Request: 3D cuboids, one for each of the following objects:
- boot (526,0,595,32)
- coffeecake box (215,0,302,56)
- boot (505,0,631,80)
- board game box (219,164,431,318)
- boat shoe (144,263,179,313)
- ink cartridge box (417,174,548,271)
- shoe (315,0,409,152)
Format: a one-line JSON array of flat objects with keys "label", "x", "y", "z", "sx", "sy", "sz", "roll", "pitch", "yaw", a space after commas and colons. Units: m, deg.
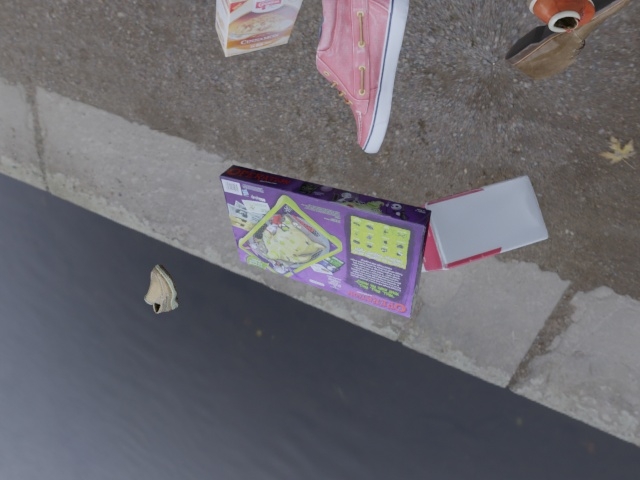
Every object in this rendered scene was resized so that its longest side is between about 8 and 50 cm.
[{"label": "boot", "x": 0.461, "y": -0.414, "z": 0.750, "sx": 0.059, "sy": 0.158, "sz": 0.084, "roll": 119, "pitch": 138, "yaw": -52}, {"label": "coffeecake box", "x": -0.121, "y": -0.442, "z": 0.775, "sx": 0.142, "sy": 0.185, "sz": 0.068, "roll": -20, "pitch": 92, "yaw": -16}, {"label": "boot", "x": 0.613, "y": -0.500, "z": 0.982, "sx": 0.115, "sy": 0.112, "sz": 0.305, "roll": 37, "pitch": 161, "yaw": -14}, {"label": "board game box", "x": 0.000, "y": 0.000, "z": 0.688, "sx": 0.347, "sy": 0.056, "sz": 0.208, "roll": 16, "pitch": 131, "yaw": 20}, {"label": "boat shoe", "x": -0.397, "y": 0.131, "z": 0.999, "sx": 0.068, "sy": 0.072, "sz": 0.190, "roll": 45, "pitch": 148, "yaw": 24}, {"label": "ink cartridge box", "x": 0.334, "y": -0.022, "z": 1.077, "sx": 0.279, "sy": 0.385, "sz": 0.160, "roll": -16, "pitch": 86, "yaw": -13}, {"label": "shoe", "x": 0.035, "y": -0.172, "z": 0.426, "sx": 0.081, "sy": 0.063, "sz": 0.178, "roll": 4, "pitch": 140, "yaw": 0}]
